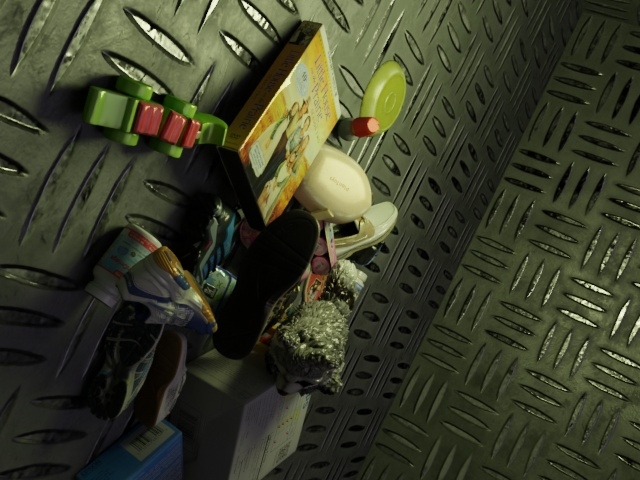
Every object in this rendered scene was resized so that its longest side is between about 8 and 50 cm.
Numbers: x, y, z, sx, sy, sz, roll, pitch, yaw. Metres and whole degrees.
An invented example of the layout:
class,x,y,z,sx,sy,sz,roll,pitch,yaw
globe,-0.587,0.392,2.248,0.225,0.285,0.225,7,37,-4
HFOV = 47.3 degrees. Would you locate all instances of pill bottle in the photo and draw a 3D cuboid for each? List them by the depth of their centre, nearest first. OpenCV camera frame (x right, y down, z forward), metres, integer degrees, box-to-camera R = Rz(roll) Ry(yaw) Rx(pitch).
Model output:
class,x,y,z,sx,sy,sz,roll,pitch,yaw
pill bottle,-0.396,0.052,1.462,0.160,0.087,0.087,-57,154,-16
pill bottle,0.101,0.167,2.522,0.137,0.078,0.078,-60,154,-11

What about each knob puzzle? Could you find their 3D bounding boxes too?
class,x,y,z,sx,sy,sz,roll,pitch,yaw
knob puzzle,0.003,0.132,2.361,0.213,0.030,0.213,-44,148,-37

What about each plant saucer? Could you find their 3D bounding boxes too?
class,x,y,z,sx,sy,sz,roll,pitch,yaw
plant saucer,0.199,-0.424,2.225,0.241,0.037,0.241,-44,148,-37

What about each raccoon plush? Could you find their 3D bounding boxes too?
class,x,y,z,sx,sy,sz,roll,pitch,yaw
raccoon plush,-0.018,0.186,1.825,0.299,0.216,0.447,101,-1,-63

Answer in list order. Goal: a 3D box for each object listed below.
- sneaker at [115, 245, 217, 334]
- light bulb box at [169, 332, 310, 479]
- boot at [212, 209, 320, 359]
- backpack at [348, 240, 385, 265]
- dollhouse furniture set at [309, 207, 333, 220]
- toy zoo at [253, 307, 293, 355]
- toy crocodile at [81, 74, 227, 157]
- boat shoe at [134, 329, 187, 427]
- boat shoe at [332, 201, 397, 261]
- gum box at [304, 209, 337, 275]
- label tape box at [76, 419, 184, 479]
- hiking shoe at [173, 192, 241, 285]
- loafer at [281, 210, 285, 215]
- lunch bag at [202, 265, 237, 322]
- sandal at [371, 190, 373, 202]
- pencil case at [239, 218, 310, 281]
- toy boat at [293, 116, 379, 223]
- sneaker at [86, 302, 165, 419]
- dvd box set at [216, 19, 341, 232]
class,x,y,z,sx,sy,sz,roll,pitch,yaw
sneaker,-0.311,0.122,1.488,0.131,0.112,0.296,-31,144,-3
light bulb box,-0.216,0.475,2.026,0.361,0.225,0.358,-22,132,-56
boot,-0.111,0.093,1.762,0.377,0.138,0.284,-63,175,6
backpack,0.145,0.024,2.450,0.114,0.105,0.084,-57,176,5
dollhouse furniture set,-0.016,-0.026,1.896,0.091,0.114,0.081,-95,171,-67
toy zoo,-0.098,0.257,2.016,0.192,0.293,0.030,-73,-170,-53
toy crocodile,-0.305,-0.223,1.368,0.340,0.105,0.115,7,106,-63
boat shoe,-0.368,0.319,1.755,0.096,0.098,0.277,-21,140,-56
boat shoe,0.116,-0.038,2.259,0.302,0.113,0.103,-35,145,-17
gum box,0.000,0.000,2.084,0.107,0.062,0.188,-59,142,-72
label tape box,-0.465,0.641,1.839,0.249,0.115,0.348,-38,146,-43
hiking shoe,-0.266,0.049,1.658,0.132,0.113,0.304,23,93,-54
loafer,-0.083,-0.049,2.020,0.045,0.039,0.125,-64,154,-3
lunch bag,-0.268,0.126,1.768,0.129,0.096,0.151,-66,149,-14
sandal,0.103,-0.092,2.334,0.072,0.049,0.180,1,128,-49
pencil case,-0.116,0.022,1.943,0.124,0.124,0.284,-59,155,-11
toy boat,0.049,-0.203,1.998,0.267,0.148,0.318,36,73,-28
sneaker,-0.419,0.251,1.615,0.283,0.110,0.122,-63,172,2
dvd box set,-0.081,-0.265,1.733,0.420,0.062,0.308,-61,155,-29
